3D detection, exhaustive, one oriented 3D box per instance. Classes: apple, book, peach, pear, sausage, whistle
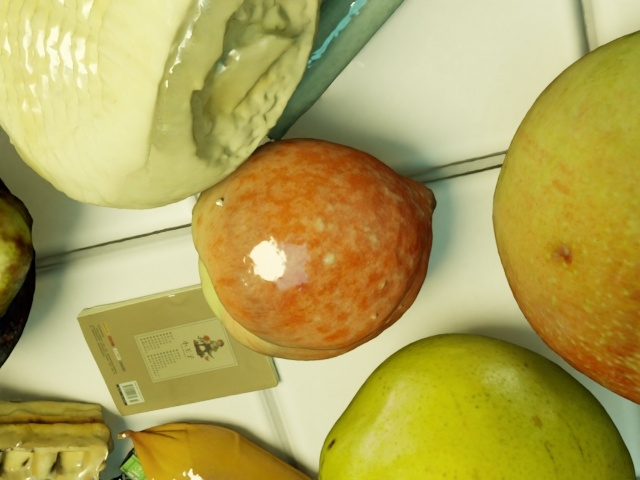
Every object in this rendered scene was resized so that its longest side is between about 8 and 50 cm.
[{"bbox_3d":[0.300,-0.012,0.568,0.319,0.277,0.319,2,113,6],"label":"apple"},{"bbox_3d":[-0.159,0.121,0.820,0.199,0.016,0.138,-13,109,13],"label":"book"},{"bbox_3d":[0.000,0.000,0.662,0.232,0.232,0.232,3,111,7],"label":"peach"},{"bbox_3d":[0.143,0.229,0.691,0.294,0.294,0.294,3,111,7],"label":"pear"},{"bbox_3d":[-0.080,0.292,0.830,0.328,0.112,0.112,34,111,-6],"label":"sausage"},{"bbox_3d":[0.040,-0.216,0.640,0.062,0.062,0.312,41,110,-9],"label":"whistle"}]

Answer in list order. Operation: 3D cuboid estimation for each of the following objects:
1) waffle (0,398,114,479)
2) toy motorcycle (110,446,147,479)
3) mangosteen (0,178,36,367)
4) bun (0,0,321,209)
[{"bbox_3d":[-0.392,0.356,0.824,0.261,0.114,0.376,11,106,-27],"label":"waffle"},{"bbox_3d":[-0.177,0.323,0.880,0.173,0.058,0.100,42,105,-7],"label":"toy motorcycle"},{"bbox_3d":[-0.417,0.022,0.657,0.330,0.330,0.330,3,111,7],"label":"mangosteen"},{"bbox_3d":[-0.134,-0.214,0.577,0.364,0.202,0.364,13,111,37],"label":"bun"}]
